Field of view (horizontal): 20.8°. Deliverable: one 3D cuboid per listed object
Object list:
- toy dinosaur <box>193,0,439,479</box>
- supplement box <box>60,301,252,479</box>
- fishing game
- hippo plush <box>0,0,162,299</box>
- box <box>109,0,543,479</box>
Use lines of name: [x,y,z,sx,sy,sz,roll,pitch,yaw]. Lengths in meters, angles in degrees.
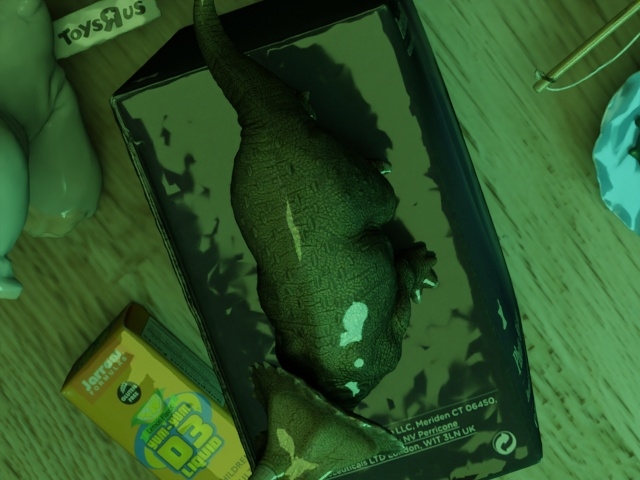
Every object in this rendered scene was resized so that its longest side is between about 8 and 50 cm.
toy dinosaur: [0.000,0.000,0.912,0.121,0.160,0.314,-3,104,4]
supplement box: [-0.081,0.154,1.302,0.233,0.080,0.078,41,100,-5]
fishing game: [0.285,-0.067,1.218,0.189,0.041,0.264,-36,116,10]
hippo plush: [-0.232,-0.039,1.147,0.294,0.236,0.234,-26,126,14]
box: [0.015,-0.010,1.141,0.182,0.296,0.294,-19,103,8]
